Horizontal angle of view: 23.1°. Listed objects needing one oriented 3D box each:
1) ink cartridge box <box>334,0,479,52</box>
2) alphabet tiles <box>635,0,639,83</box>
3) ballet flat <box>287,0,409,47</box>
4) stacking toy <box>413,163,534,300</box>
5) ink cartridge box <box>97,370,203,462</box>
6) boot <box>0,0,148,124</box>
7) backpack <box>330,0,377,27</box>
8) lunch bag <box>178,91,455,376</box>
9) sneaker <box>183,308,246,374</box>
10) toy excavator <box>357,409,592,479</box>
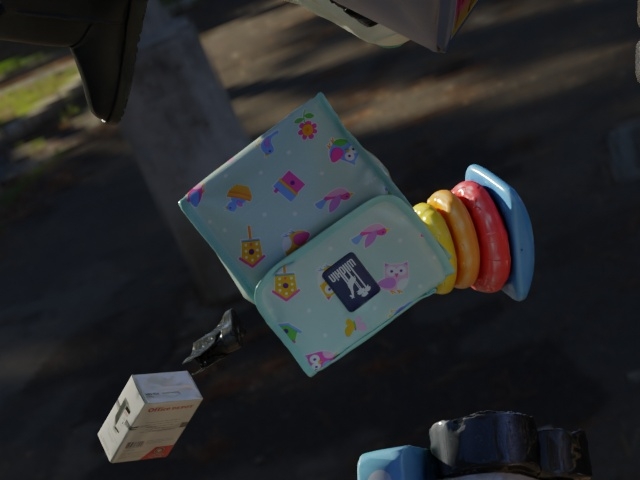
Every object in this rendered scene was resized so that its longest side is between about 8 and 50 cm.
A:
[{"bbox_3d":[0.088,-0.389,1.333,0.270,0.151,0.395,28,62,13],"label":"ink cartridge box"},{"bbox_3d":[0.442,-0.205,1.577,0.278,0.284,0.021,12,-20,-19],"label":"alphabet tiles"},{"bbox_3d":[-0.041,-0.384,2.085,0.400,0.139,0.139,25,35,14],"label":"ballet flat"},{"bbox_3d":[0.129,0.019,2.169,0.301,0.175,0.166,-15,24,-16],"label":"stacking toy"},{"bbox_3d":[-0.243,0.250,2.228,0.099,0.056,0.135,0,-44,-39],"label":"ink cartridge box"},{"bbox_3d":[-0.344,-0.268,2.052,0.207,0.246,0.094,4,40,-16],"label":"boot"},{"bbox_3d":[0.083,-0.316,1.691,0.182,0.152,0.115,-41,2,42],"label":"backpack"},{"bbox_3d":[0.000,0.000,1.824,0.223,0.262,0.160,-36,-18,0],"label":"lunch bag"},{"bbox_3d":[-0.170,0.164,2.525,0.089,0.051,0.170,-30,11,6],"label":"sneaker"},{"bbox_3d":[0.018,0.318,1.550,0.445,0.222,0.433,-16,-21,26],"label":"toy excavator"}]
